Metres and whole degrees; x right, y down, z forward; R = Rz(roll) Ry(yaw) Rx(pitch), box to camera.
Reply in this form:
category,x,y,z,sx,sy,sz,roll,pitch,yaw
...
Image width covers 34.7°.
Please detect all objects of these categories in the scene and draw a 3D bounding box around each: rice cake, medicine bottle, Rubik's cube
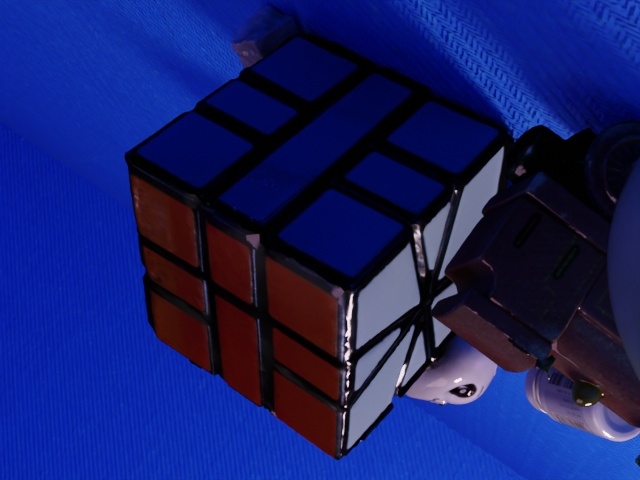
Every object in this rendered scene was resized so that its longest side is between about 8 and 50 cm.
category,x,y,z,sx,sy,sz,roll,pitch,yaw
rice cake,-0.027,-0.161,1.237,0.056,0.073,0.365,34,169,26
medicine bottle,0.385,0.224,1.492,0.102,0.103,0.186,40,168,-18
Rubik's cube,0.000,0.000,1.069,0.283,0.288,0.294,31,141,22

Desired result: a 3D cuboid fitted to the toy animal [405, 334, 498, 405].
category,x,y,z,sx,sy,sz,roll,pitch,yaw
toy animal,0.191,0.184,1.750,0.235,0.165,0.187,42,151,-17

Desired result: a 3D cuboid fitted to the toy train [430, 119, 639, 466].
category,x,y,z,sx,sy,sz,roll,pitch,yaw
toy train,0.257,0.047,0.846,0.304,0.221,0.150,36,167,-3

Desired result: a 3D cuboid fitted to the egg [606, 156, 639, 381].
category,x,y,z,sx,sy,sz,roll,pitch,yaw
egg,0.315,0.035,0.478,0.389,0.276,0.276,24,164,46
